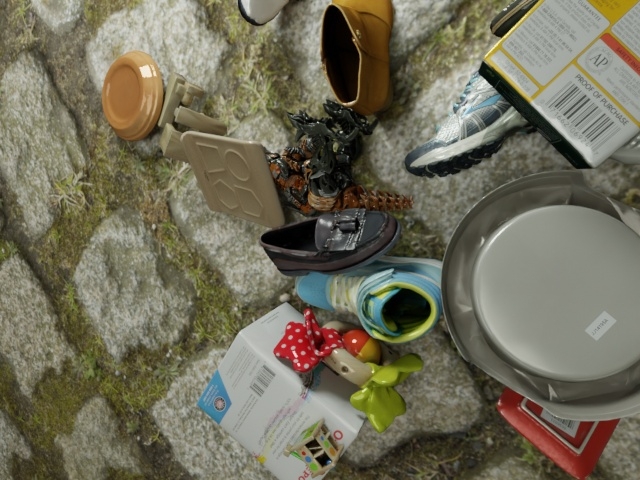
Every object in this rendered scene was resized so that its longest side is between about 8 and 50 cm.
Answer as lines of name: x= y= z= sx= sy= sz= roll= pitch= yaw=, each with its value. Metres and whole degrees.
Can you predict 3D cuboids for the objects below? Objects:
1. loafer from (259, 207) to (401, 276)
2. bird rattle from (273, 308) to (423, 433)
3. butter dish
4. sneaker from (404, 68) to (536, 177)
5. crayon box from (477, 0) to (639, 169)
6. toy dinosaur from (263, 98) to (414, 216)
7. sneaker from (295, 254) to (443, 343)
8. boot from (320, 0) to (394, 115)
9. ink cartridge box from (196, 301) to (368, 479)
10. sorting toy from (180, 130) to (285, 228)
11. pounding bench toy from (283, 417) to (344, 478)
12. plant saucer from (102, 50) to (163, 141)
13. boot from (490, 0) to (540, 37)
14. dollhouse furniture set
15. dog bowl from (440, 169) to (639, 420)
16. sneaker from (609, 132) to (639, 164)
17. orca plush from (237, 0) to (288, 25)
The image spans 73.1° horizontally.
loafer: x=0.000 y=0.000 z=0.781 sx=0.302 sy=0.109 sz=0.095 roll=-16 pitch=132 yaw=44
bird rattle: x=0.053 y=0.215 z=0.787 sx=0.253 sy=0.207 sz=0.143 roll=24 pitch=101 yaw=16
butter dish: x=0.379 y=0.280 z=0.719 sx=0.160 sy=0.118 sz=0.160 roll=40 pitch=68 yaw=17
sneaker: x=0.260 y=-0.202 z=0.702 sx=0.282 sy=0.110 sz=0.122 roll=-27 pitch=76 yaw=17
crayon box: x=0.395 y=-0.274 z=0.540 sx=0.323 sy=0.083 sz=0.203 roll=-44 pitch=85 yaw=17
toy dinosaur: x=0.015 y=-0.132 z=0.804 sx=0.321 sy=0.164 sz=0.219 roll=11 pitch=122 yaw=4
sneaker: x=0.069 y=0.093 z=0.761 sx=0.318 sy=0.208 sz=0.127 roll=-4 pitch=99 yaw=24
boot: x=0.053 y=-0.351 z=0.690 sx=0.104 sy=0.211 sz=0.296 roll=-11 pitch=94 yaw=23
ink cartridge box: x=-0.052 y=0.301 z=0.851 sx=0.270 sy=0.197 sz=0.198 roll=37 pitch=110 yaw=13
sorting toy: x=-0.170 y=-0.124 z=0.864 sx=0.208 sy=0.038 sz=0.193 roll=14 pitch=135 yaw=32
pounding bench toy: x=-0.013 y=0.350 z=0.708 sx=0.083 sy=0.052 sz=0.065 roll=-40 pitch=85 yaw=22
plant saucer: x=-0.432 y=-0.327 z=0.972 sx=0.199 sy=0.037 sz=0.200 roll=2 pitch=93 yaw=33
boot: x=0.371 y=-0.318 z=0.638 sx=0.197 sy=0.077 sz=0.137 roll=-23 pitch=95 yaw=23
dollhouse furniture set: x=-0.274 y=-0.260 z=0.944 sx=0.151 sy=0.123 sz=0.144 roll=49 pitch=118 yaw=47
dog bowl: x=0.357 y=0.077 z=0.646 sx=0.348 sy=0.102 sz=0.350 roll=-2 pitch=81 yaw=15
sneaker: x=0.549 y=-0.132 z=0.568 sx=0.365 sy=0.150 sz=0.135 roll=11 pitch=74 yaw=44
orca plush: x=-0.096 y=-0.538 z=0.784 sx=0.102 sy=0.151 sz=0.288 roll=29 pitch=115 yaw=49
